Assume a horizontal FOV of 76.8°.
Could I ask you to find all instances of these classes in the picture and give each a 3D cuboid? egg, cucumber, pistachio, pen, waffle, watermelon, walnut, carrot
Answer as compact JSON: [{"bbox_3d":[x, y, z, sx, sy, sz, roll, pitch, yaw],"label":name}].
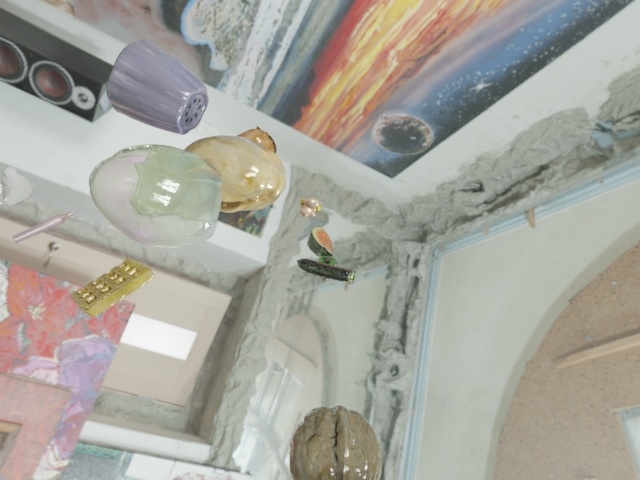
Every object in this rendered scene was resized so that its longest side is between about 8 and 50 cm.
[{"bbox_3d":[-0.290,-0.079,0.721,0.183,0.217,0.183,-173,-90,-67],"label":"egg"},{"bbox_3d":[0.019,0.121,1.611,0.067,0.245,0.067,11,90,-82],"label":"cucumber"},{"bbox_3d":[-0.260,-0.203,1.214,0.229,0.321,0.238,90,16,-61],"label":"pistachio"},{"bbox_3d":[-0.915,-0.050,1.346,0.197,0.032,0.053,-34,-155,-26],"label":"pen"},{"bbox_3d":[-0.738,0.162,1.435,0.248,0.055,0.221,-39,-149,-30],"label":"waffle"},{"bbox_3d":[0.000,0.005,1.894,0.245,0.119,0.063,-112,-142,-57],"label":"watermelon"},{"bbox_3d":[0.040,0.569,1.068,0.248,0.248,0.248,-53,-157,35],"label":"walnut"},{"bbox_3d":[-0.320,-0.332,1.560,0.254,0.196,0.196,-45,-169,-22],"label":"carrot"}]

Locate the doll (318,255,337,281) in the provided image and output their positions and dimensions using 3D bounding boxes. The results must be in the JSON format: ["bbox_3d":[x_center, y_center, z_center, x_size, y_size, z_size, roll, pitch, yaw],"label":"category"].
[{"bbox_3d":[0.038,0.122,1.704,0.078,0.077,0.113,-78,161,-58],"label":"doll"}]

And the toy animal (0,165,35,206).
[{"bbox_3d":[-0.826,-0.118,1.045,0.127,0.182,0.131,-6,96,-66],"label":"toy animal"}]

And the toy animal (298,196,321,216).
[{"bbox_3d":[-0.041,-0.127,1.660,0.114,0.091,0.082,-11,-124,61],"label":"toy animal"}]

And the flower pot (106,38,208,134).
[{"bbox_3d":[-0.528,-0.488,1.356,0.265,0.243,0.265,-58,178,-2],"label":"flower pot"}]
